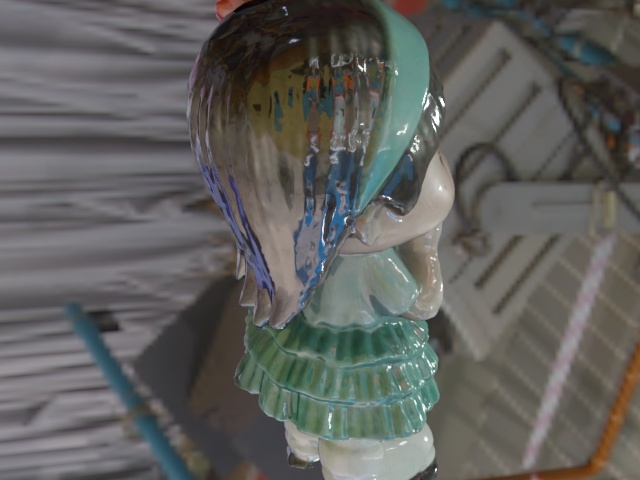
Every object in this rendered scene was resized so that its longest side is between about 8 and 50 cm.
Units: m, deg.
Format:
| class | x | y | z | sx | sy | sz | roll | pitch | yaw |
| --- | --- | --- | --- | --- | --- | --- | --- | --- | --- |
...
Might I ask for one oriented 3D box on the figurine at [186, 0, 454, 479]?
| class | x | y | z | sx | sy | sz | roll | pitch | yaw |
| --- | --- | --- | --- | --- | --- | --- | --- | --- | --- |
| figurine | 0.000 | 0.000 | 0.732 | 0.138 | 0.110 | 0.246 | 39 | -38 | 48 |
